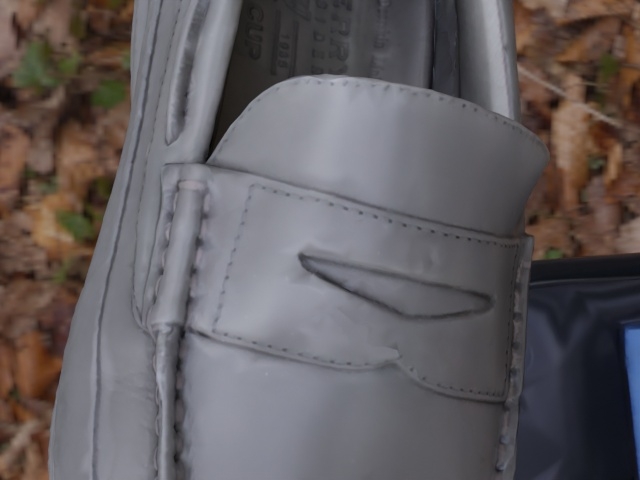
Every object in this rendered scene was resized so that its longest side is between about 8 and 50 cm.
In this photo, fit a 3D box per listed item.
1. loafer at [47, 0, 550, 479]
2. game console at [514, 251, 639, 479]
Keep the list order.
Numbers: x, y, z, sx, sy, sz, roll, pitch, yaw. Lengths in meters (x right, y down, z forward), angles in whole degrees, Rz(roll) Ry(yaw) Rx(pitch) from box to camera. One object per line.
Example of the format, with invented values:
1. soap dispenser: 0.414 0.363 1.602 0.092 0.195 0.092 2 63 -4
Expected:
1. loafer: 0.000 0.000 0.451 0.111 0.112 0.319 135 139 -52
2. game console: 0.223 0.168 0.771 0.387 0.060 0.342 -4 84 -3
